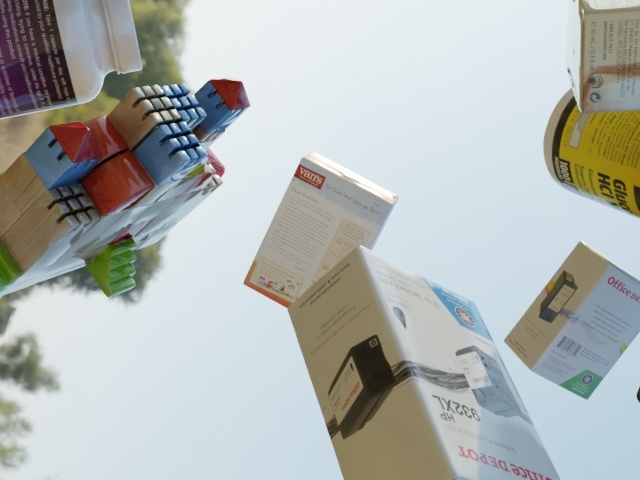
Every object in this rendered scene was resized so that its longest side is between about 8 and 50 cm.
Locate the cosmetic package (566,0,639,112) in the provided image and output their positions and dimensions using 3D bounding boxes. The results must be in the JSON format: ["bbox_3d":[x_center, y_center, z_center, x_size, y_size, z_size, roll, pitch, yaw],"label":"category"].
[{"bbox_3d":[0.447,-0.241,1.208,0.153,0.296,0.129,-78,164,-59],"label":"cosmetic package"}]

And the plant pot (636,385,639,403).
[{"bbox_3d":[0.551,0.190,1.382,0.188,0.187,0.167,-63,152,-15],"label":"plant pot"}]

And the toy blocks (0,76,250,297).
[{"bbox_3d":[-0.226,-0.076,1.194,0.261,0.190,0.381,-39,173,30],"label":"toy blocks"}]

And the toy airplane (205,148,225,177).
[{"bbox_3d":[-0.206,-0.131,1.653,0.028,0.151,0.151,-22,-138,23],"label":"toy airplane"}]

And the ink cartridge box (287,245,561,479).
[{"bbox_3d":[0.116,0.184,1.122,0.129,0.223,0.307,-42,-136,23],"label":"ink cartridge box"}]

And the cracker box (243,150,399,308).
[{"bbox_3d":[0.000,0.000,1.588,0.232,0.156,0.067,-64,173,20],"label":"cracker box"}]

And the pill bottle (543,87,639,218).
[{"bbox_3d":[0.496,-0.115,1.469,0.334,0.188,0.188,31,-76,52],"label":"pill bottle"}]

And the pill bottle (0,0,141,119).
[{"bbox_3d":[-0.395,-0.244,1.283,0.181,0.323,0.181,168,-90,-81],"label":"pill bottle"}]

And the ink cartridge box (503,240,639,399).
[{"bbox_3d":[0.427,0.130,1.662,0.212,0.154,0.093,-55,-148,12],"label":"ink cartridge box"}]
